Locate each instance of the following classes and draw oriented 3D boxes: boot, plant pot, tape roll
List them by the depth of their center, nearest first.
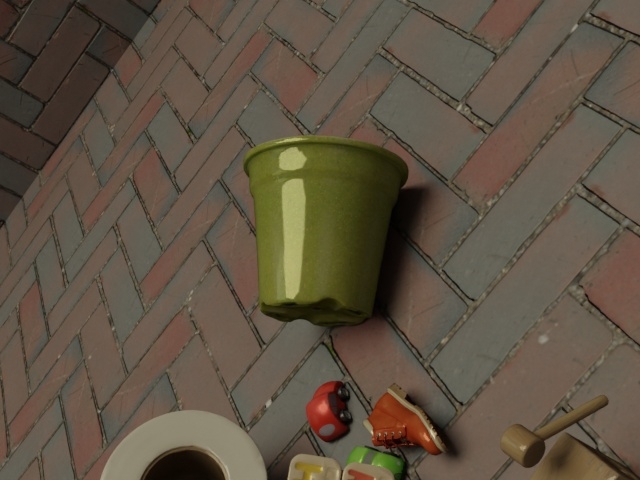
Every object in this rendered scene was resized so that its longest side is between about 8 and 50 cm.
[{"bbox_3d":[0.116,0.265,1.191,0.084,0.059,0.158,-42,26,-8],"label":"boot"},{"bbox_3d":[-0.194,0.399,1.290,0.246,0.169,0.246,-1,54,1],"label":"tape roll"},{"bbox_3d":[0.000,0.000,1.405,0.276,0.276,0.254,-14,65,46],"label":"plant pot"}]

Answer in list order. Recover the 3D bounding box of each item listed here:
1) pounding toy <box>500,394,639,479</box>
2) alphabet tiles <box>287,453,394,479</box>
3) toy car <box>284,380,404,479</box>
[{"bbox_3d":[0.272,0.256,0.886,0.181,0.206,0.094,-56,35,3],"label":"pounding toy"},{"bbox_3d":[0.009,0.415,1.083,0.021,0.278,0.284,94,-174,-63],"label":"alphabet tiles"},{"bbox_3d":[0.029,0.321,1.274,0.225,0.053,0.239,-3,62,51],"label":"toy car"}]
